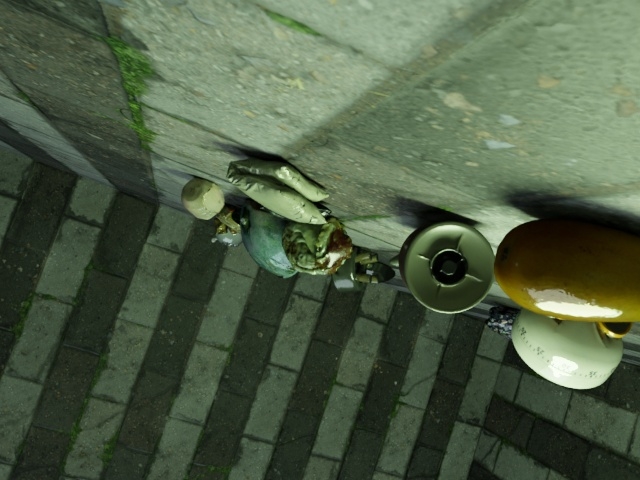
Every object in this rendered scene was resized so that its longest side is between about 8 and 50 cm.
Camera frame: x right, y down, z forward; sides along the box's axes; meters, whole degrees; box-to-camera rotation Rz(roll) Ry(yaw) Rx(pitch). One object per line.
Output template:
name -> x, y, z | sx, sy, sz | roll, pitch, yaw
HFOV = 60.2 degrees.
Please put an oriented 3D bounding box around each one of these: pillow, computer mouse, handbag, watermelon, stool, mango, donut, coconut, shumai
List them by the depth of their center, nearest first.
mango -> 0.324, 0.039, 0.667 | 0.220, 0.121, 0.151 | 8, 174, 29
pillow -> -0.074, -0.090, 0.980 | 0.134, 0.078, 0.181 | 17, 173, 28
pillow -> -0.060, -0.073, 1.267 | 0.141, 0.055, 0.208 | 10, 177, -10
shumai -> -0.006, -0.003, 1.392 | 0.184, 0.184, 0.142 | 20, 152, -10
coconut -> -0.316, -0.111, 1.516 | 0.110, 0.110, 0.124 | 16, 167, 30
watermelon -> -0.156, -0.003, 1.591 | 0.175, 0.188, 0.321 | 20, 174, -29
stool -> 0.124, 0.081, 1.881 | 0.139, 0.228, 0.153 | -5, 123, 23
donut -> -0.297, -0.069, 1.997 | 0.174, 0.068, 0.174 | 33, 173, 5
handbag -> 0.761, 0.330, 2.165 | 0.207, 0.127, 0.228 | 15, -178, 34
computer mouse -> 0.208, 0.132, 2.280 | 0.168, 0.087, 0.295 | 13, 176, 23

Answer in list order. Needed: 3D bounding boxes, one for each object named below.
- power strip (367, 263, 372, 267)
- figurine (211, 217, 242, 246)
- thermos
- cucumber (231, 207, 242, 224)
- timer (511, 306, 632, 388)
power strip -> 0.019, 0.072, 2.004 | 0.387, 0.066, 0.092 | 8, -143, -24
figurine -> -0.309, -0.030, 2.301 | 0.274, 0.133, 0.194 | 6, -170, -16
thermos -> 0.220, 0.036, 0.996 | 0.176, 0.146, 0.265 | -7, -178, 3
cucumber -> -0.200, -0.061, 1.813 | 0.241, 0.075, 0.074 | 17, 175, 37
timer -> 0.549, 0.235, 1.257 | 0.233, 0.240, 0.234 | 8, -143, -6
